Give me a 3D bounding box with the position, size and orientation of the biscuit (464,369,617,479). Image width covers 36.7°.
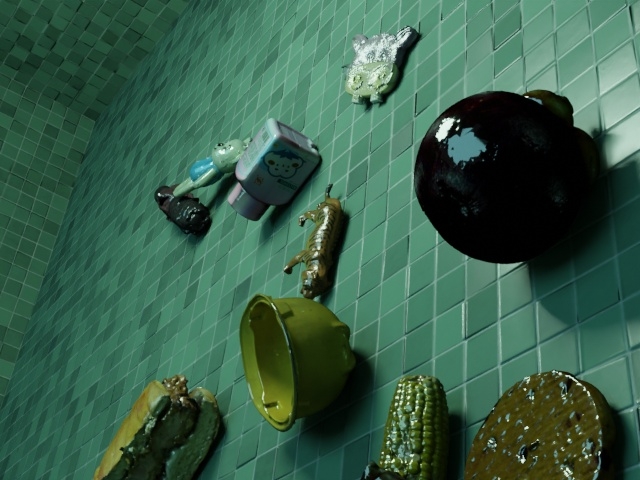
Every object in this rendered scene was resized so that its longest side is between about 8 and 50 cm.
[{"bbox_3d":[0.226,0.237,1.010,0.212,0.036,0.212,-46,29,35],"label":"biscuit"}]

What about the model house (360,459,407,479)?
[{"bbox_3d":[0.129,0.396,0.806,0.282,0.297,0.317,18,71,21],"label":"model house"}]

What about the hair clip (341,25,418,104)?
[{"bbox_3d":[0.096,-0.321,1.804,0.187,0.056,0.146,-1,71,59],"label":"hair clip"}]

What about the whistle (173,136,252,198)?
[{"bbox_3d":[-0.256,-0.170,2.259,0.235,0.077,0.114,-30,25,24],"label":"whistle"}]

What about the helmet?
[{"bbox_3d":[-0.022,0.171,1.441,0.257,0.140,0.205,157,104,-71],"label":"helmet"}]

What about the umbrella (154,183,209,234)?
[{"bbox_3d":[-0.346,-0.084,2.386,0.326,0.094,0.090,-147,40,-64],"label":"umbrella"}]

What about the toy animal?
[{"bbox_3d":[0.000,0.000,1.676,0.099,0.056,0.241,-15,50,50],"label":"toy animal"}]

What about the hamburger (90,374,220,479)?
[{"bbox_3d":[-0.300,0.368,1.762,0.282,0.155,0.245,-33,34,53],"label":"hamburger"}]

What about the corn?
[{"bbox_3d":[0.099,0.309,1.124,0.097,0.097,0.320,-30,39,50],"label":"corn"}]

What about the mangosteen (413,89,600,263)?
[{"bbox_3d":[0.234,-0.093,1.162,0.250,0.211,0.211,-40,13,-28],"label":"mangosteen"}]

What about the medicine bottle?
[{"bbox_3d":[-0.100,-0.133,1.914,0.188,0.119,0.094,-52,30,20],"label":"medicine bottle"}]
